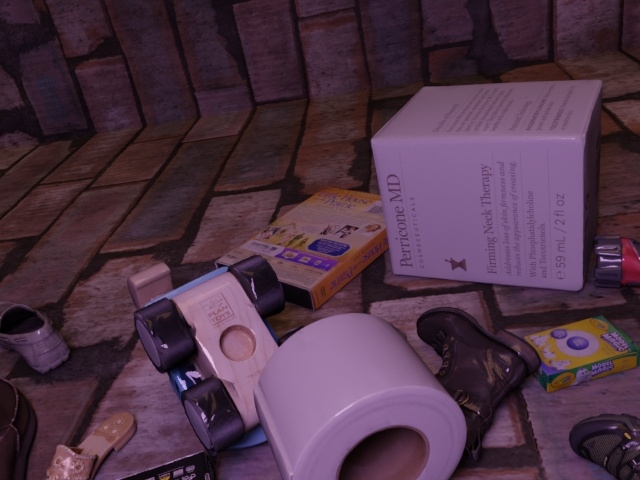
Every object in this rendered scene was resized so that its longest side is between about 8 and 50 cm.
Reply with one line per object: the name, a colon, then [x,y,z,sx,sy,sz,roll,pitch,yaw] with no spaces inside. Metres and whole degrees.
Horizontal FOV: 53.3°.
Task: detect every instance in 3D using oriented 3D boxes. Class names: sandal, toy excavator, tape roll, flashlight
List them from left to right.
sandal: [-0.396,0.348,1.025,0.088,0.079,0.240,4,32,27]
toy excavator: [-0.220,0.179,1.146,0.222,0.445,0.433,-27,75,-27]
tape roll: [0.050,0.244,0.861,0.246,0.246,0.169,-19,32,-13]
flashlight: [0.664,0.039,1.166,0.304,0.103,0.103,-1,27,22]

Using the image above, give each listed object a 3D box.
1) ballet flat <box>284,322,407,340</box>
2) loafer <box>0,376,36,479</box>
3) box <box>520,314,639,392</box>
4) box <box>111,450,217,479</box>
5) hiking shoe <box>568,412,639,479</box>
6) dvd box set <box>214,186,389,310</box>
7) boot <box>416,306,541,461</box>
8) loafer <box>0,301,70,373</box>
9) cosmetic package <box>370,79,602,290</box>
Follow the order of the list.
ballet flat: [0.045,0.172,1.099,0.213,0.072,0.068,5,33,17]
loafer: [-0.565,0.327,1.073,0.134,0.130,0.366,-22,29,-18]
box: [0.433,0.182,1.054,0.179,0.043,0.105,-13,28,-6]
box: [-0.280,0.435,0.825,0.322,0.079,0.257,-17,30,-10]
hiking shoe: [0.416,0.298,0.798,0.227,0.086,0.114,14,34,38]
dvd box set: [0.000,0.000,1.535,0.308,0.062,0.420,13,37,38]
boot: [0.198,0.222,1.028,0.229,0.091,0.263,-38,30,-27]
loafer: [-0.652,0.184,1.391,0.319,0.111,0.112,14,37,39]
cosmetic package: [0.365,-0.127,1.344,0.394,0.329,0.327,4,32,28]
